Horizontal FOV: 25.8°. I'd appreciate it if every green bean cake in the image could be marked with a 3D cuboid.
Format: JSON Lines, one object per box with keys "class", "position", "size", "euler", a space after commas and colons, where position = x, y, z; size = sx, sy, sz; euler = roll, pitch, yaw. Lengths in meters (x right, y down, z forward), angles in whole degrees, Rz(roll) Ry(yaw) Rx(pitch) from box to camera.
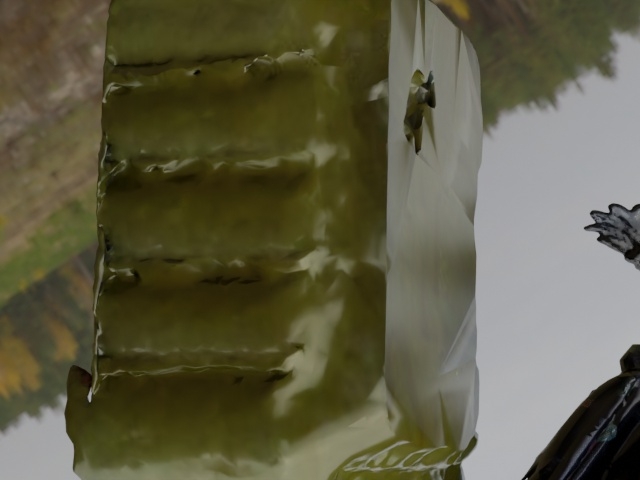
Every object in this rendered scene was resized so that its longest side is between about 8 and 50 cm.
{"class": "green bean cake", "position": [0.000, 0.000, 0.615], "size": [0.124, 0.236, 0.233], "euler": [-2, 172, 20]}

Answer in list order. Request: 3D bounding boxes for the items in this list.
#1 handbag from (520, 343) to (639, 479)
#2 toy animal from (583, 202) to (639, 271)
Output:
{"class": "handbag", "position": [0.127, 0.174, 0.655], "size": [0.260, 0.113, 0.162], "euler": [-53, 147, -13]}
{"class": "toy animal", "position": [0.270, 0.032, 0.881], "size": [0.108, 0.220, 0.062], "euler": [-56, 180, 27]}
